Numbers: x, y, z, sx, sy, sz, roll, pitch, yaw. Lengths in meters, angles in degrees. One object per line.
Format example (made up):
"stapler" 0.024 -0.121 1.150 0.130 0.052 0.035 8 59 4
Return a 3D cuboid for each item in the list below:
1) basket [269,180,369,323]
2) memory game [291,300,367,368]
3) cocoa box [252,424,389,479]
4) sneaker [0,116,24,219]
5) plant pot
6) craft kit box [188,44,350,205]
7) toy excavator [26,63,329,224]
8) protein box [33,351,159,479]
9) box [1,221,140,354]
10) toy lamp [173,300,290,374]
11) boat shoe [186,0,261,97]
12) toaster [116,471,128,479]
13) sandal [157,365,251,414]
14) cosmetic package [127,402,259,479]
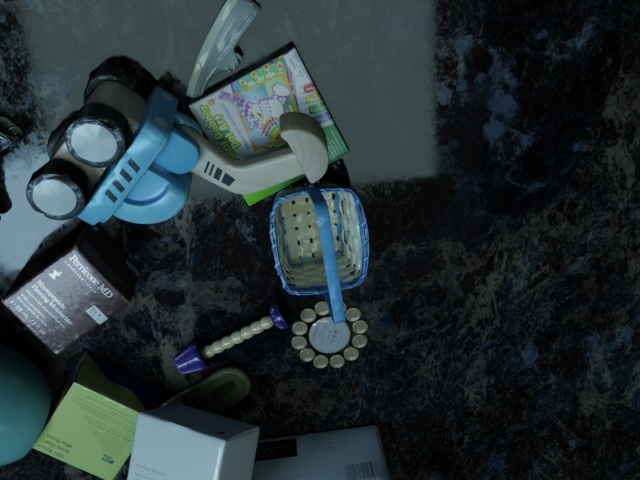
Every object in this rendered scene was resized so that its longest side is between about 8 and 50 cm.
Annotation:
"basket" 0.000 0.000 1.530 0.201 0.289 0.254 -8 114 -2
"memory game" 0.022 0.222 1.773 0.186 0.012 0.186 -2 113 -4
"cocoa box" -0.009 0.622 1.814 0.347 0.231 0.227 -7 112 -2
"sneaker" -0.663 -0.147 1.521 0.164 0.086 0.226 -18 111 5
"plant pot" -0.731 0.355 1.623 0.235 0.293 0.293 29 108 -33
"craft kit box" -0.103 -0.235 1.555 0.247 0.061 0.249 -27 112 9
"toy excavator" -0.268 -0.159 1.468 0.445 0.222 0.433 31 119 -26
"protein box" -0.512 0.406 1.733 0.200 0.136 0.201 31 106 -17
"box" -0.521 0.094 1.588 0.203 0.167 0.168 -35 111 9
"toy lamp" -0.206 0.227 1.722 0.275 0.080 0.080 -27 112 3
"boat shoe" -0.188 -0.372 1.476 0.081 0.079 0.227 27 104 -10
"toaster" -0.470 0.685 1.855 0.146 0.129 0.227 -35 114 12
"sandal" -0.298 0.406 1.778 0.303 0.086 0.120 -39 110 10
"cosmetic package" -0.298 0.609 1.631 0.230 0.161 0.453 10 91 24
